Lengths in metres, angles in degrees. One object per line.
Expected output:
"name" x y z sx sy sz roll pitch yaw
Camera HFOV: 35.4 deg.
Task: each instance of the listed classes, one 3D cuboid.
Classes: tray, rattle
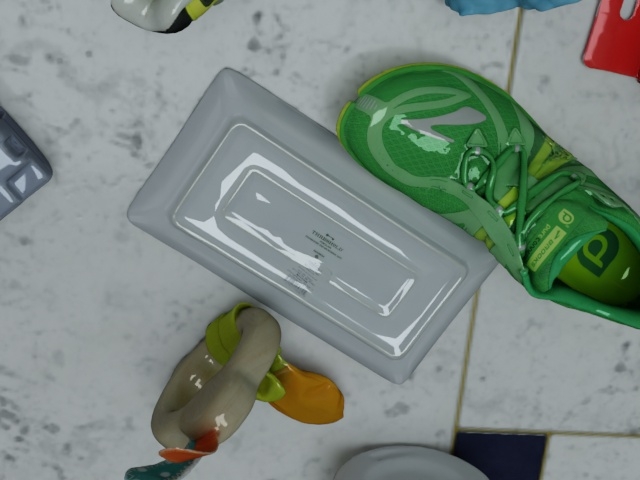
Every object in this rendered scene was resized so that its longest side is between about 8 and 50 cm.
"tray" 0.000 0.000 0.774 0.270 0.030 0.145 33 104 -15
"rattle" -0.053 0.144 0.728 0.130 0.199 0.142 -29 110 4

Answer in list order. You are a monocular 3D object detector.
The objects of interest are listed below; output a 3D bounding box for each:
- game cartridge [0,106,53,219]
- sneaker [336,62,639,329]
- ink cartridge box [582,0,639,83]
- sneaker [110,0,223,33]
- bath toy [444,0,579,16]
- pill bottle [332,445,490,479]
"game cartridge" -0.357 -0.097 0.693 0.196 0.060 0.294 -38 108 4
"sneaker" 0.150 -0.032 0.728 0.295 0.123 0.109 30 103 -15
"ink cartridge box" 0.325 -0.158 0.727 0.231 0.078 0.134 11 108 -9
"sneaker" -0.061 -0.252 0.503 0.145 0.384 0.147 18 65 9
"bath toy" 0.062 -0.298 0.598 0.151 0.129 0.348 -33 117 13
"pill bottle" 0.067 0.309 0.832 0.136 0.136 0.245 2 109 -7
